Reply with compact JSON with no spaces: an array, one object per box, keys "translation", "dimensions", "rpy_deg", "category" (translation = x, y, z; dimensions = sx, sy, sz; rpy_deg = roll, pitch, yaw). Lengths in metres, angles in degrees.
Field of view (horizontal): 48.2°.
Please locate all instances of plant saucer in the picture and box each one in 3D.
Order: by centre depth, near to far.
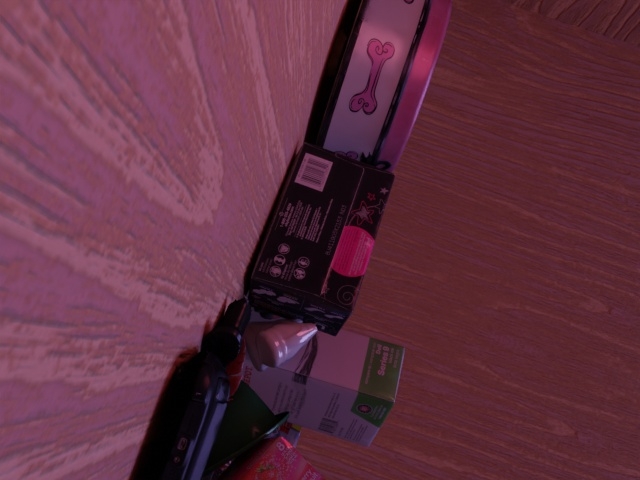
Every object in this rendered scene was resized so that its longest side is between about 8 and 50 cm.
[{"translation":[0.029,-0.309,1.190],"dimensions":[0.083,0.015,0.083],"rpy_deg":[19,90,-88],"category":"plant saucer"}]

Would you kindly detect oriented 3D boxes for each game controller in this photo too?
[{"translation":[-0.174,0.274,0.772],"dimensions":[0.166,0.067,0.319],"rpy_deg":[173,-62,-76],"category":"game controller"}]

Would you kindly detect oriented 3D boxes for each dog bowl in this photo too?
[{"translation":[0.111,-0.297,1.309],"dimensions":[0.408,0.150,0.408],"rpy_deg":[-161,-90,-88],"category":"dog bowl"}]

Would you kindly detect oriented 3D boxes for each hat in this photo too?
[{"translation":[-0.156,0.216,1.036],"dimensions":[0.208,0.184,0.173],"rpy_deg":[-30,177,-12],"category":"hat"}]

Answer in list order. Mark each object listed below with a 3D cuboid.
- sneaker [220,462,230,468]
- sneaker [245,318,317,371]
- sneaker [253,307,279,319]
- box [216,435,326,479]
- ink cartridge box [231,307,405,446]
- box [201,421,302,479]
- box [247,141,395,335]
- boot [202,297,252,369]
[{"translation":[-0.179,0.346,1.263],"dimensions":[0.175,0.064,0.067],"rpy_deg":[114,-23,-52],"category":"sneaker"},{"translation":[-0.064,0.154,1.120],"dimensions":[0.080,0.094,0.212],"rpy_deg":[68,-20,-4],"category":"sneaker"},{"translation":[-0.031,0.056,1.277],"dimensions":[0.276,0.135,0.098],"rpy_deg":[-65,175,-59],"category":"sneaker"},{"translation":[-0.112,0.393,0.939],"dimensions":[0.257,0.122,0.128],"rpy_deg":[-46,-175,-31],"category":"box"},{"translation":[-0.016,0.248,1.309],"dimensions":[0.211,0.289,0.122],"rpy_deg":[106,1,-53],"category":"ink cartridge box"},{"translation":[-0.129,0.392,1.382],"dimensions":[0.044,0.159,0.233],"rpy_deg":[101,9,-62],"category":"box"},{"translation":[-0.002,0.000,1.132],"dimensions":[0.142,0.163,0.247],"rpy_deg":[110,-1,-65],"category":"box"},{"translation":[-0.113,0.113,0.901],"dimensions":[0.121,0.045,0.099],"rpy_deg":[117,-2,-46],"category":"boot"}]
